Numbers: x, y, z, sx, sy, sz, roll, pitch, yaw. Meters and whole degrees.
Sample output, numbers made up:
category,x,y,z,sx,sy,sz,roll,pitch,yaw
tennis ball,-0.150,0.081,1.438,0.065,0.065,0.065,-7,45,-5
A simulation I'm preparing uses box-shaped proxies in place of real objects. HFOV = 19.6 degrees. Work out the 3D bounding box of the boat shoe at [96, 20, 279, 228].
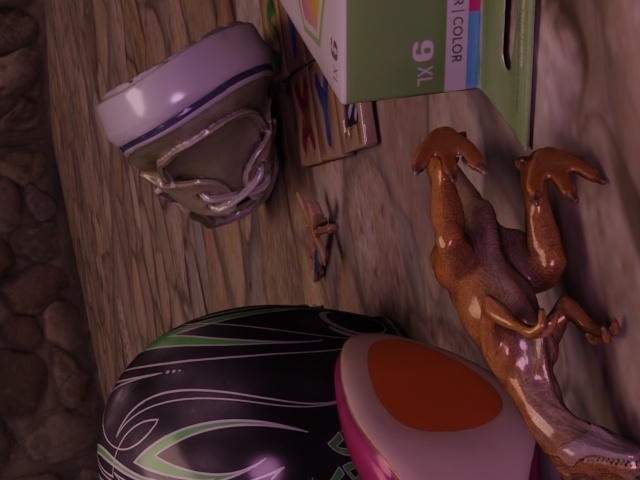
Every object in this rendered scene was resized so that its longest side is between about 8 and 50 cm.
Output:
category,x,y,z,sx,sy,sz,roll,pitch,yaw
boat shoe,-0.064,-0.064,1.147,0.094,0.109,0.302,60,180,2

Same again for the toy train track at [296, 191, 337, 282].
category,x,y,z,sx,sy,sz,roll,pitch,yaw
toy train track,0.000,0.000,1.092,0.083,0.014,0.048,91,159,-61

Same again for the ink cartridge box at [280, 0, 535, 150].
category,x,y,z,sx,sy,sz,roll,pitch,yaw
ink cartridge box,0.024,-0.127,0.759,0.209,0.062,0.109,-116,22,-55

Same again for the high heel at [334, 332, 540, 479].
category,x,y,z,sx,sy,sz,roll,pitch,yaw
high heel,0.060,0.138,0.734,0.244,0.082,0.117,48,136,48

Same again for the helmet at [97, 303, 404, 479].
category,x,y,z,sx,sy,sz,roll,pitch,yaw
helmet,-0.033,0.110,0.955,0.169,0.161,0.169,172,90,-78

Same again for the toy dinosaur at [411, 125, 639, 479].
category,x,y,z,sx,sy,sz,roll,pitch,yaw
toy dinosaur,0.058,0.002,0.686,0.112,0.064,0.211,92,165,-45

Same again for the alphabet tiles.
category,x,y,z,sx,sy,sz,roll,pitch,yaw
alphabet tiles,-0.016,-0.214,1.019,0.285,0.011,0.343,175,87,-79
